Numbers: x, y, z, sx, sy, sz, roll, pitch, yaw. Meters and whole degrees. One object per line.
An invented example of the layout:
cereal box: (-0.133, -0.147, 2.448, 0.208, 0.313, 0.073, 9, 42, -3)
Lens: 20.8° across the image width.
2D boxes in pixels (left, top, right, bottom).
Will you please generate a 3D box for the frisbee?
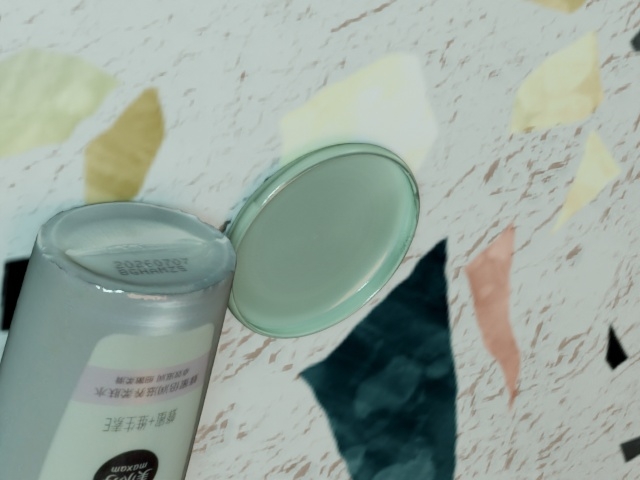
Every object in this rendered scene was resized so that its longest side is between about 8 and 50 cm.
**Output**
frisbee: (0.000, 0.000, 0.828, 0.110, 0.014, 0.110, -23, 136, -24)

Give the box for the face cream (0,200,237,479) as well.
face cream: (-0.110, 0.111, 0.791, 0.107, 0.073, 0.269, 0, 125, -29)
